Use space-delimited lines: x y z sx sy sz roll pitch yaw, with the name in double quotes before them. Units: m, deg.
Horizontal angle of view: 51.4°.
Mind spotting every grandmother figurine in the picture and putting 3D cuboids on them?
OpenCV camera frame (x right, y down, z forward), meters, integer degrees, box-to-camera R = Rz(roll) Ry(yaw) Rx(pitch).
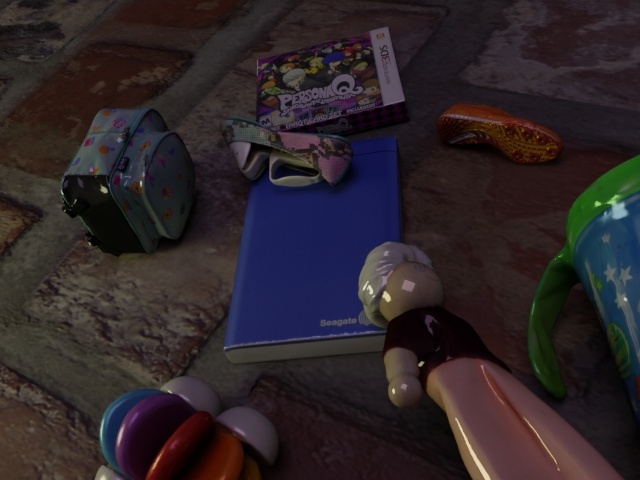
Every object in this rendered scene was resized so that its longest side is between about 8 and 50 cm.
"grandmother figurine" 0.134 0.124 0.603 0.104 0.208 0.342 -45 45 13

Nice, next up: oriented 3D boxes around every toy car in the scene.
"toy car" -0.144 0.209 0.654 0.182 0.136 0.159 20 60 31

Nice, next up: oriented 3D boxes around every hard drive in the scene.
"hard drive" 0.000 0.000 0.850 0.210 0.040 0.319 -7 49 12

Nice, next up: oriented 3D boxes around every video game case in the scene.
"video game case" 0.012 -0.242 1.054 0.232 0.042 0.210 -12 47 9

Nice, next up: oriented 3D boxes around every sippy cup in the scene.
"sippy cup" 0.343 0.066 0.563 0.240 0.305 0.224 9 59 -8

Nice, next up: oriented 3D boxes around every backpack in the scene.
"backpack" -0.258 -0.093 0.932 0.144 0.166 0.188 -6 53 10

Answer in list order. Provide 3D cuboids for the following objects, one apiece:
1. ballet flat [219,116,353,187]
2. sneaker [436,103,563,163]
"ballet flat" -0.061 -0.115 0.901 0.221 0.077 0.079 15 76 29
"sneaker" 0.242 -0.153 0.888 0.175 0.064 0.067 25 52 31
